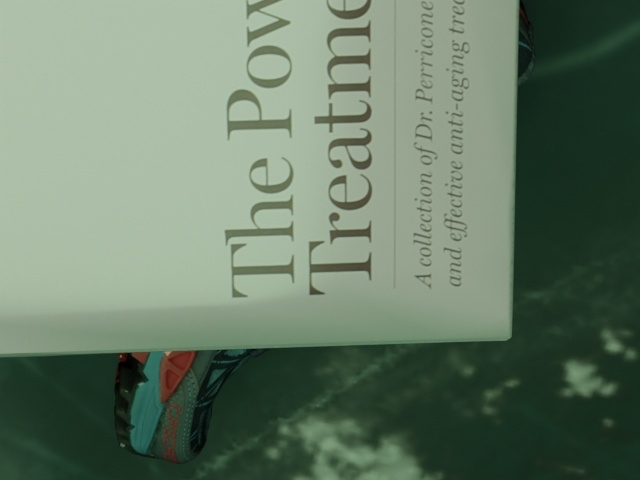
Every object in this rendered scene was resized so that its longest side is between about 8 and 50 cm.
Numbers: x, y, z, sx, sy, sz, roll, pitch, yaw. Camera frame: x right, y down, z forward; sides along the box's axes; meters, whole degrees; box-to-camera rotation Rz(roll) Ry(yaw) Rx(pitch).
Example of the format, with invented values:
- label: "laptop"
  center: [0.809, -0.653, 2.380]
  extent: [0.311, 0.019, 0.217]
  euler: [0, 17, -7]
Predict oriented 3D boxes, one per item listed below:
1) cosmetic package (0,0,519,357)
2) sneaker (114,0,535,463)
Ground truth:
- label: "cosmetic package"
  center: [-0.082, -0.153, 0.523]
  extent: [0.284, 0.097, 0.377]
  euler: [-2, 107, -1]
- label: "sneaker"
  center: [0.000, 0.000, 0.681]
  extent: [0.125, 0.104, 0.262]
  euler: [21, 121, -10]
